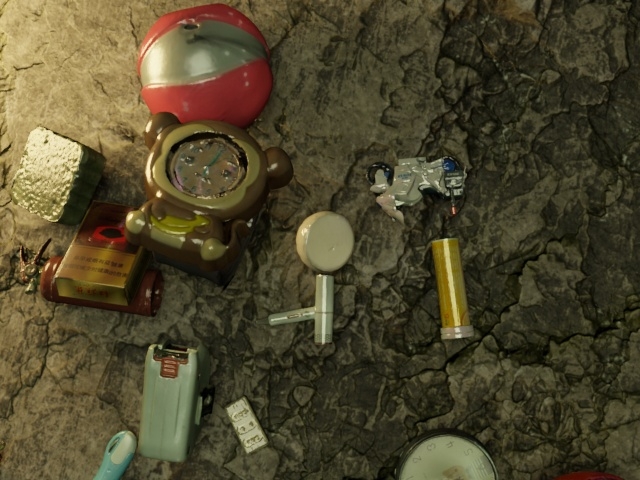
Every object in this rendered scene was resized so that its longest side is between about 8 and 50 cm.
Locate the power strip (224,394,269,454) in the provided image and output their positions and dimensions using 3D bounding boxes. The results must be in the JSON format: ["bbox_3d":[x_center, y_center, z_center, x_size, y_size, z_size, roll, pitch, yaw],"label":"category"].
[{"bbox_3d":[-0.164,0.406,1.798,0.056,0.032,0.123,-28,85,-1],"label":"power strip"}]

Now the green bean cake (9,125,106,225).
[{"bbox_3d":[-0.581,-0.138,1.796,0.183,0.094,0.185,23,89,28],"label":"green bean cake"}]

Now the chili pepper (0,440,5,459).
[{"bbox_3d":[-0.758,0.506,1.809,0.191,0.050,0.059,-40,89,12],"label":"chili pepper"}]

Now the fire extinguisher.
[{"bbox_3d":[-0.519,0.076,1.807,0.337,0.106,0.147,9,58,3],"label":"fire extinguisher"}]

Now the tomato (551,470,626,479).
[{"bbox_3d":[0.543,0.641,1.690,0.289,0.176,0.335,-9,90,-18],"label":"tomato"}]

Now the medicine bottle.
[{"bbox_3d":[0.286,0.105,1.780,0.074,0.074,0.218,-7,85,2],"label":"medicine bottle"}]

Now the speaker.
[{"bbox_3d":[-0.246,-0.357,1.755,0.294,0.294,0.294,0,86,2],"label":"speaker"}]

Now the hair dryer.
[{"bbox_3d":[-0.062,0.151,1.808,0.183,0.044,0.155,2,84,5],"label":"hair dryer"}]

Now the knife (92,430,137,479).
[{"bbox_3d":[-0.477,0.519,1.806,0.064,0.031,0.222,33,92,0],"label":"knife"}]

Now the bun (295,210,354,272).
[{"bbox_3d":[0.000,0.000,1.789,0.138,0.094,0.138,-7,102,-33],"label":"bun"}]

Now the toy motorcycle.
[{"bbox_3d":[0.214,-0.111,1.785,0.221,0.102,0.150,-6,74,2],"label":"toy motorcycle"}]

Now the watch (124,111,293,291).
[{"bbox_3d":[-0.238,-0.051,1.676,0.314,0.327,0.335,18,61,5],"label":"watch"}]

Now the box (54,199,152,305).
[{"bbox_3d":[-0.452,0.024,1.751,0.159,0.071,0.240,8,45,5],"label":"box"}]

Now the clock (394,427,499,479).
[{"bbox_3d":[0.275,0.523,1.765,0.226,0.049,0.226,0,86,2],"label":"clock"}]

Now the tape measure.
[{"bbox_3d":[-0.294,0.324,1.704,0.125,0.246,0.243,9,97,4],"label":"tape measure"}]
